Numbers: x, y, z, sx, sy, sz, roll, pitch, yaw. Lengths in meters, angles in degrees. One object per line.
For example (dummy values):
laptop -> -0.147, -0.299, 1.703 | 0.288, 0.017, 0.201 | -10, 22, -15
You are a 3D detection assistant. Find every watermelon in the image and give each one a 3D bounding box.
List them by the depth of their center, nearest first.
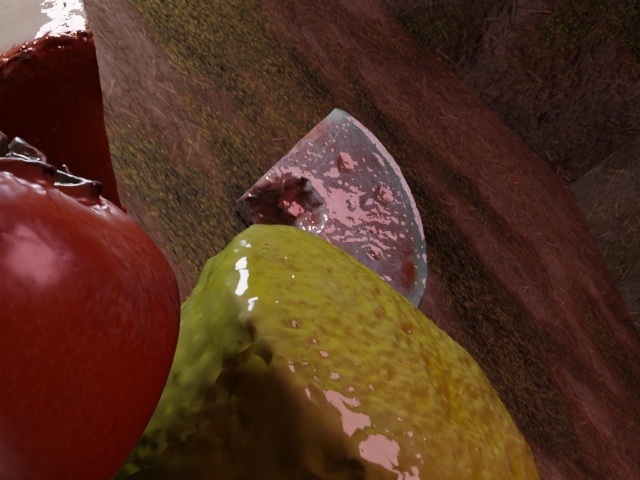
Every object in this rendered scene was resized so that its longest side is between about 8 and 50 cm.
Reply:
watermelon -> 0.000, 0.000, 2.182 | 0.226, 0.148, 0.318 | 11, 55, -39

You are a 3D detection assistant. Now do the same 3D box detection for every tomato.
tomato -> -0.267, 0.049, 1.144 | 0.341, 0.273, 0.341 | 28, 1, 0

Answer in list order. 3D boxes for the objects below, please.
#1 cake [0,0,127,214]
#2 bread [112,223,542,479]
cake -> -0.237, -0.138, 1.749 | 0.262, 0.159, 0.158 | 40, 18, -37
bread -> -0.022, 0.185, 1.408 | 0.348, 0.308, 0.348 | 43, 19, -19
